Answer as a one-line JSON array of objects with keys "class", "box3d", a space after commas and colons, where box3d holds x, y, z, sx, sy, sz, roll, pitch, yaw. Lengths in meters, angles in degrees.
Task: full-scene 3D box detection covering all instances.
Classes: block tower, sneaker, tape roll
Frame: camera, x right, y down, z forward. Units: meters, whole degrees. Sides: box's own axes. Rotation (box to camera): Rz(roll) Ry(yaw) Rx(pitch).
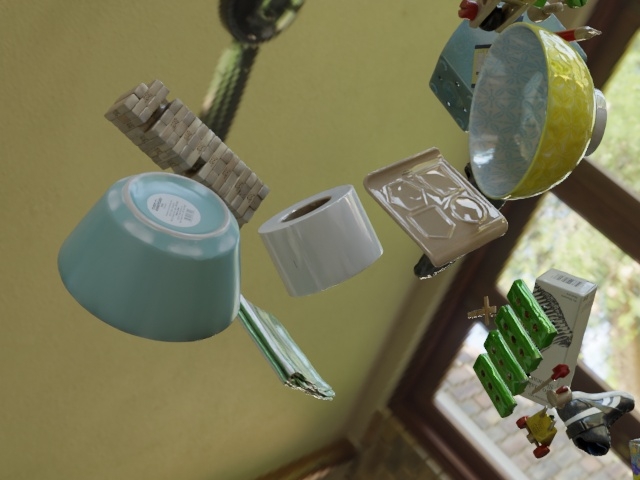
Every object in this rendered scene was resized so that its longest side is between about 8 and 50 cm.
[{"class": "block tower", "box3d": [-0.242, -0.158, 1.920, 0.335, 0.097, 0.091, 45, -121, -22]}, {"class": "sneaker", "box3d": [0.278, -0.043, 2.159, 0.286, 0.130, 0.109, -50, -3, -12]}, {"class": "tape roll", "box3d": [0.000, 0.000, 2.323, 0.246, 0.169, 0.246, -25, 12, 6]}, {"class": "sneaker", "box3d": [0.551, 0.364, 1.998, 0.216, 0.121, 0.079, 5, -34, -35]}]

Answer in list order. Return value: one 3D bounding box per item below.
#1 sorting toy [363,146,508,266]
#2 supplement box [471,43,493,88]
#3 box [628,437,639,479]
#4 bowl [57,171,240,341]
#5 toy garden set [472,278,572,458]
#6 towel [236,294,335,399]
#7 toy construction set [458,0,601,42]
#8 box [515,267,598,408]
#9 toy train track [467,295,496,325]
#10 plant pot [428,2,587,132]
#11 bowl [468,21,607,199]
[{"class": "sorting toy", "box3d": [0.200, -0.059, 1.784, 0.193, 0.208, 0.038, -24, -25, -34]}, {"class": "supplement box", "box3d": [0.336, -0.327, 1.929, 0.056, 0.083, 0.083, 1, -84, -32]}, {"class": "box", "box3d": [0.736, 0.498, 1.837, 0.177, 0.290, 0.279, -2, -5, -37]}, {"class": "bowl", "box3d": [-0.253, 0.003, 1.659, 0.311, 0.311, 0.163, -10, -45, -45]}, {"class": "toy garden set", "box3d": [0.343, 0.211, 1.634, 0.049, 0.204, 0.244, -12, -37, -22]}, {"class": "towel", "box3d": [-0.083, 0.210, 2.065, 0.038, 0.248, 0.325, -39, -21, 2]}, {"class": "toy construction set", "box3d": [0.378, -0.461, 1.734, 0.309, 0.237, 0.257, 39, -99, -21]}, {"class": "box", "box3d": [0.491, 0.207, 2.157, 0.094, 0.113, 0.275, -22, -54, -53]}, {"class": "toy train track", "box3d": [0.269, 0.119, 1.677, 0.014, 0.048, 0.083, 4, -12, -22]}, {"class": "plant pot", "box3d": [0.389, -0.382, 2.273, 0.252, 0.247, 0.248, -30, -15, -16]}, {"class": "bowl", "box3d": [0.369, -0.200, 1.656, 0.156, 0.289, 0.289, 6, -50, -15]}]
